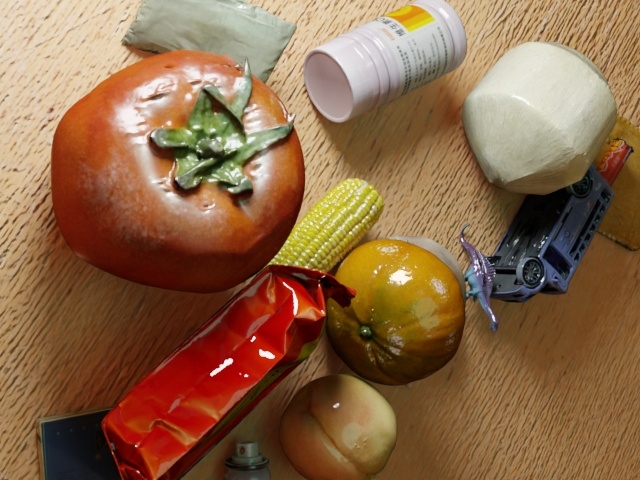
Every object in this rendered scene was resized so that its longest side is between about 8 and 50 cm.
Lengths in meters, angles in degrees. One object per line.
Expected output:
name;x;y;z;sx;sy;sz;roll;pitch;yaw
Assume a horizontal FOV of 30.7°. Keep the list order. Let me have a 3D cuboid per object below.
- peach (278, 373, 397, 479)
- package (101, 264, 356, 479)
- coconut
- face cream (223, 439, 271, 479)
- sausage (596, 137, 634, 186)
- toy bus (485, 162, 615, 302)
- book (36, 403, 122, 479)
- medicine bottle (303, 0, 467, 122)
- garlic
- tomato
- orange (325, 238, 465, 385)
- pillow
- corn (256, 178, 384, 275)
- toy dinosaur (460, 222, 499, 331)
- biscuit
peach;0.025;0.295;1.802;0.184;0.184;0.184;-2;93;-34
package;-0.130;0.184;1.621;0.423;0.196;0.123;-42;82;-12
coconut;0.360;-0.193;1.975;0.266;0.237;0.237;-50;117;-29
face cream;-0.111;0.419;1.775;0.075;0.075;0.230;-2;92;-34
sausage;0.533;-0.123;2.189;0.145;0.050;0.048;-56;137;-14
toy bus;0.402;-0.002;2.072;0.133;0.125;0.292;41;69;-26
book;-0.305;0.372;1.674;0.190;0.025;0.269;-7;96;-35
medicine bottle;0.104;-0.289;1.858;0.249;0.133;0.133;-29;107;-28
garlic;0.177;0.108;1.949;0.128;0.148;0.267;-37;111;-66
tomato;-0.200;-0.091;1.586;0.341;0.272;0.342;7;75;-29
orange;0.109;0.117;1.812;0.171;0.240;0.240;-33;111;-49
pillow;-0.161;-0.301;1.701;0.229;0.050;0.148;24;106;-29
corn;0.000;0.000;1.821;0.244;0.093;0.093;-46;115;-25
toy dinosaur;0.270;0.067;2.012;0.045;0.080;0.198;-2;69;-30
biscuit;0.574;-0.119;2.250;0.236;0.013;0.232;26;78;-32
